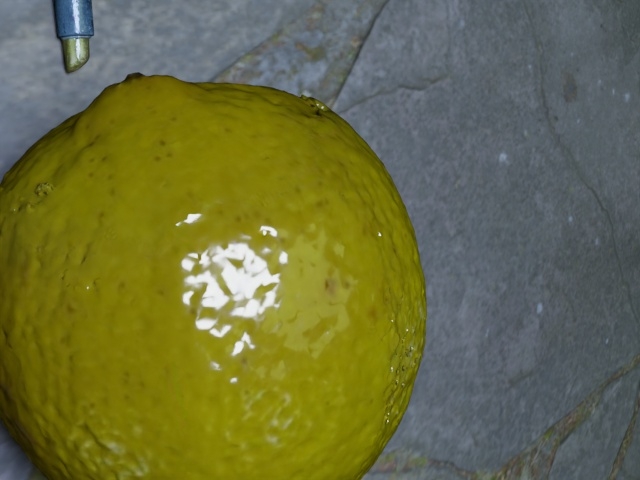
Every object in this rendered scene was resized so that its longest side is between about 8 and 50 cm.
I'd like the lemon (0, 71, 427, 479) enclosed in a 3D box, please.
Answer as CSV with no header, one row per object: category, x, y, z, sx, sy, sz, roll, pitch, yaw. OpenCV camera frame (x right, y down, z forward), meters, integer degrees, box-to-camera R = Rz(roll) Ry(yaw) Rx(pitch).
lemon,-0.069,0.039,0.651,0.293,0.293,0.293,9,79,-56

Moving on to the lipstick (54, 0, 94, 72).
lipstick,-0.167,-0.172,0.735,0.037,0.037,0.116,-15,103,-56
